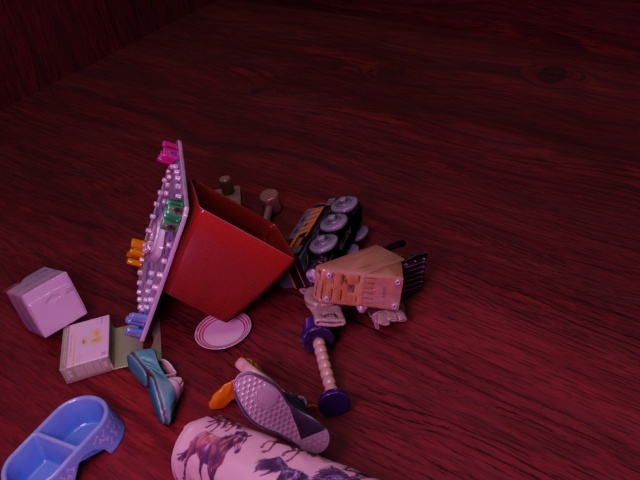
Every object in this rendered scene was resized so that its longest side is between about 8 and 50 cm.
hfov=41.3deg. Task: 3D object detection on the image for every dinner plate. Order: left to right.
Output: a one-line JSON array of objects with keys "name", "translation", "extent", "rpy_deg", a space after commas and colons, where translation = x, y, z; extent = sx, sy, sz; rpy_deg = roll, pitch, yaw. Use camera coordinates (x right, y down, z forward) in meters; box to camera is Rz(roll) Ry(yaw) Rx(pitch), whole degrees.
[{"name": "dinner plate", "translation": [-0.237, 0.222, 2.077], "extent": [0.141, 0.017, 0.141], "rpy_deg": [-9, 34, 6]}]

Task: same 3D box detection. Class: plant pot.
[{"name": "plant pot", "translation": [-0.252, 0.039, 2.083], "extent": [0.236, 0.267, 0.267], "rpy_deg": [-58, 21, 10]}]

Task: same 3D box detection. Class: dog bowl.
[{"name": "dog bowl", "translation": [-0.550, 0.446, 1.802], "extent": [0.166, 0.074, 0.297], "rpy_deg": [10, 39, 30]}]

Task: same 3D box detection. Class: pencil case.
[{"name": "pencil case", "translation": [-0.070, 0.455, 1.551], "extent": [0.410, 0.183, 0.160], "rpy_deg": [14, 50, 30]}]

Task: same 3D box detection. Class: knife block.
[{"name": "knife block", "translation": [0.124, 0.068, 2.056], "extent": [0.275, 0.088, 0.242], "rpy_deg": [6, 25, -2]}]

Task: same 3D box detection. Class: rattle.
[{"name": "rattle", "translation": [-0.125, 0.351, 1.814], "extent": [0.199, 0.130, 0.143], "rpy_deg": [38, 66, 17]}]

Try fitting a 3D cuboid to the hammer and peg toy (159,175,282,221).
[{"name": "hammer and peg toy", "translation": [-0.294, -0.073, 2.419], "extent": [0.361, 0.127, 0.266], "rpy_deg": [-11, 34, 2]}]

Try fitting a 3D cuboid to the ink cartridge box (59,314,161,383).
[{"name": "ink cartridge box", "translation": [-0.515, 0.251, 2.091], "extent": [0.235, 0.056, 0.171], "rpy_deg": [-16, 34, -2]}]

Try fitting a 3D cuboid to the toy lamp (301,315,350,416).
[{"name": "toy lamp", "translation": [0.005, 0.269, 1.883], "extent": [0.080, 0.080, 0.275], "rpy_deg": [-13, 35, -1]}]

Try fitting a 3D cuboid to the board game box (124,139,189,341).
[{"name": "board game box", "translation": [-0.419, -0.011, 2.133], "extent": [0.050, 0.390, 0.390], "rpy_deg": [14, 27, -19]}]

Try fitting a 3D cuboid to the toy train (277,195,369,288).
[{"name": "toy train", "translation": [0.000, 0.000, 2.226], "extent": [0.190, 0.142, 0.334], "rpy_deg": [-6, 33, 27]}]

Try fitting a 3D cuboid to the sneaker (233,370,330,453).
[{"name": "sneaker", "translation": [-0.096, 0.323, 1.670], "extent": [0.086, 0.226, 0.163], "rpy_deg": [-49, 18, -6]}]

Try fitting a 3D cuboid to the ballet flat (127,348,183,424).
[{"name": "ballet flat", "translation": [-0.360, 0.319, 1.924], "extent": [0.087, 0.083, 0.247], "rpy_deg": [-13, 33, -27]}]

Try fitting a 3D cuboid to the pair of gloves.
[{"name": "pair of gloves", "translation": [0.080, 0.152, 2.019], "extent": [0.240, 0.042, 0.204], "rpy_deg": [-1, 27, -15]}]

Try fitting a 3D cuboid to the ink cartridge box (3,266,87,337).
[{"name": "ink cartridge box", "translation": [-0.707, 0.156, 2.179], "extent": [0.128, 0.127, 0.176], "rpy_deg": [-33, 20, -29]}]
